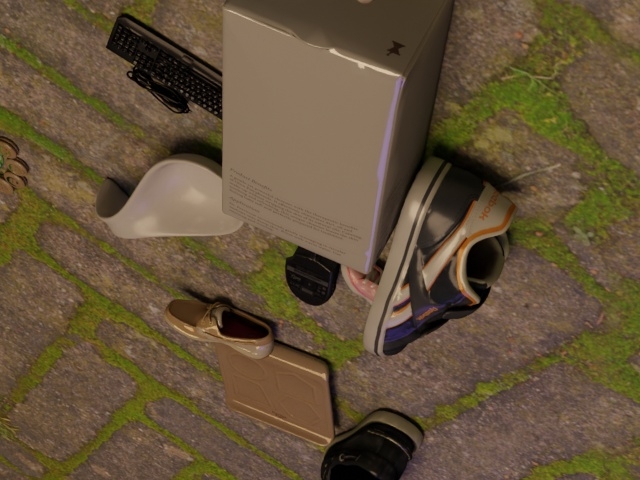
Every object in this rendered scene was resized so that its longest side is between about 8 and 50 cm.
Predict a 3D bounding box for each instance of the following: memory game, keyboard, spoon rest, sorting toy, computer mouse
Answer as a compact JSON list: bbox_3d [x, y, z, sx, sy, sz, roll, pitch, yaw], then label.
[{"bbox_3d":[-0.503,-0.133,2.200,0.186,0.012,0.186,22,149,14],"label":"memory game"},{"bbox_3d":[-0.173,-0.186,1.811,0.192,0.038,0.100,32,150,-1],"label":"keyboard"},{"bbox_3d":[-0.205,-0.049,1.994,0.276,0.084,0.137,-7,133,47],"label":"spoon rest"},{"bbox_3d":[-0.066,0.217,2.319,0.193,0.038,0.208,20,144,18],"label":"sorting toy"},{"bbox_3d":[0.000,0.000,1.943,0.071,0.041,0.242,26,143,11],"label":"computer mouse"}]

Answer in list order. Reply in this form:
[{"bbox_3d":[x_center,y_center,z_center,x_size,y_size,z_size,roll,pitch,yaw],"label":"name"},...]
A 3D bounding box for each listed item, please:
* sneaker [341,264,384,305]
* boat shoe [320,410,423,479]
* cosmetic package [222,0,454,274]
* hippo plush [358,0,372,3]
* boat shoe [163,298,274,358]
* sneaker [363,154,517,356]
[{"bbox_3d":[0.087,0.059,1.935,0.070,0.051,0.134,-10,132,41],"label":"sneaker"},{"bbox_3d":[0.060,0.374,2.358,0.127,0.113,0.340,33,150,-5],"label":"boat shoe"},{"bbox_3d":[0.011,-0.143,1.597,0.197,0.155,0.365,24,149,9],"label":"cosmetic package"},{"bbox_3d":[0.011,-0.375,1.263,0.294,0.234,0.236,25,122,-20],"label":"hippo plush"},{"bbox_3d":[-0.145,0.117,2.215,0.170,0.063,0.059,18,146,3],"label":"boat shoe"},{"bbox_3d":[0.138,0.047,1.775,0.127,0.126,0.321,25,142,8],"label":"sneaker"}]
